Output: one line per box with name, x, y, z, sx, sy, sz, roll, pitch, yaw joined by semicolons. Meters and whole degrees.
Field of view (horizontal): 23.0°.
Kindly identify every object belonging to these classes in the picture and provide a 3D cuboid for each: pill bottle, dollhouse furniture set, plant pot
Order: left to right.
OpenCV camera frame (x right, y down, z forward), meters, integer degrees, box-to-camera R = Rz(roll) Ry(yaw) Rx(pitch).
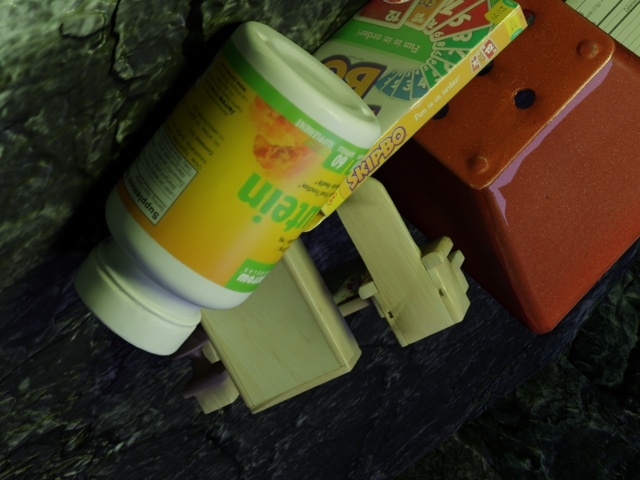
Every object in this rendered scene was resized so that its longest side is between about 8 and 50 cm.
pill bottle;-0.079;-0.034;1.212;0.246;0.136;0.136;-51;163;14
dollhouse furniture set;0.000;0.000;1.495;0.303;0.174;0.355;-25;-171;21
plant pot;0.181;-0.119;1.495;0.267;0.267;0.236;-46;150;0

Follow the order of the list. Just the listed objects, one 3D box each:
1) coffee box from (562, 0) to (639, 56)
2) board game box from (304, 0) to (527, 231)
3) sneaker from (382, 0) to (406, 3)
coffee box;0.498;-0.226;1.842;0.338;0.334;0.337;-48;165;12
board game box;0.039;-0.127;1.312;0.259;0.124;0.039;-45;140;-8
sneaker;0.100;-0.268;1.276;0.175;0.064;0.067;-46;-174;12
